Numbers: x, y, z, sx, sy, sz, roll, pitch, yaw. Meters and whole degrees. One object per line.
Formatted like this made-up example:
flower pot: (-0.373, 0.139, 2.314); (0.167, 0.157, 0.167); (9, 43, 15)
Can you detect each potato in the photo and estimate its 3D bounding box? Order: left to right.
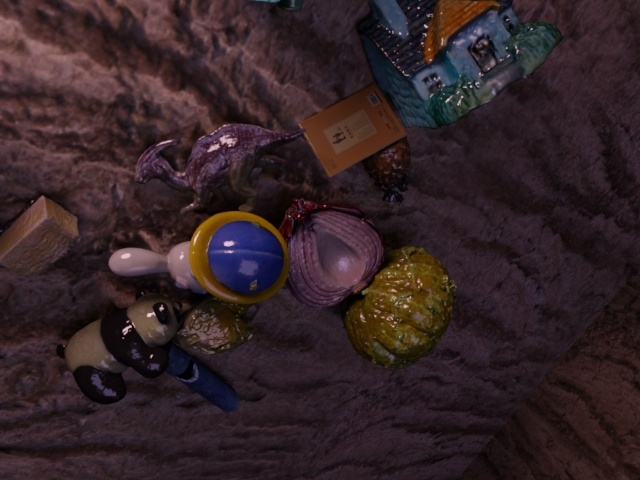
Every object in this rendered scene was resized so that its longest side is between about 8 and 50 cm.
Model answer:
potato: (-0.450, -0.001, 0.780); (0.122, 0.061, 0.086); (-41, 137, 3)

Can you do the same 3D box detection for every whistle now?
whistle: (-0.280, 0.318, 1.135); (0.062, 0.062, 0.304); (-36, 135, -4)

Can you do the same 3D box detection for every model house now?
model house: (0.228, -0.364, 0.848); (0.261, 0.226, 0.241); (-37, 105, -5)

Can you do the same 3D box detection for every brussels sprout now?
brussels sprout: (-0.218, 0.166, 1.034); (0.180, 0.100, 0.139); (-13, 119, -22)

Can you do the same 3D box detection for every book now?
book: (0.061, -0.207, 0.919); (0.172, 0.118, 0.012); (-30, 175, -9)

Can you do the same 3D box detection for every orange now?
orange: (0.166, 0.154, 1.138); (0.223, 0.301, 0.300); (30, 111, -15)

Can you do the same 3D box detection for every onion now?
onion: (0.000, 0.000, 1.023); (0.227, 0.120, 0.284); (-36, 128, -4)

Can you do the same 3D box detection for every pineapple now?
pineapple: (0.144, -0.145, 1.021); (0.108, 0.108, 0.198); (-33, 141, -6)

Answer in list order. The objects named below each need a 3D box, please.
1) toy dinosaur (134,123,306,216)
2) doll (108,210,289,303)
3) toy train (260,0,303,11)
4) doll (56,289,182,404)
toy dinosaur: (-0.165, -0.123, 0.854); (0.294, 0.077, 0.162); (-23, 140, -13)
doll: (-0.203, 0.022, 0.878); (0.310, 0.242, 0.160); (7, 90, -32)
toy train: (-0.063, -0.425, 0.670); (0.154, 0.107, 0.198); (-5, 126, -20)
doll: (-0.365, 0.194, 0.928); (0.234, 0.143, 0.135); (-30, 120, -3)
